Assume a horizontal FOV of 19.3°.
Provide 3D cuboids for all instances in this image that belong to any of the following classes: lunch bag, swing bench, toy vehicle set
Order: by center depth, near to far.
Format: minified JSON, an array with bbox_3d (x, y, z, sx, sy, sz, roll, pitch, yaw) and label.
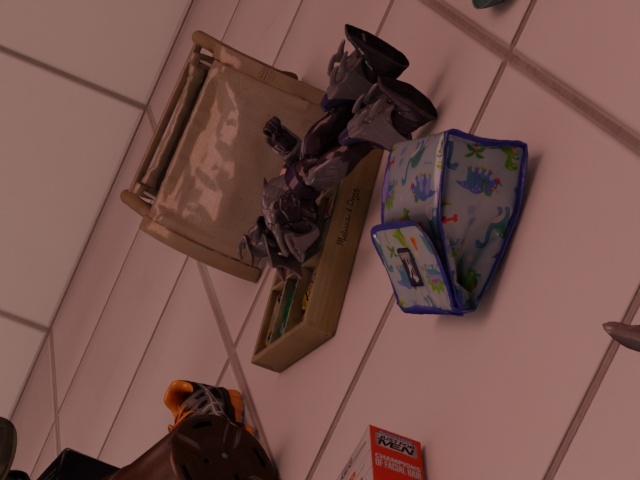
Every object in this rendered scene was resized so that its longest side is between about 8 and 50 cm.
[{"bbox_3d":[0.105,-0.012,1.597,0.129,0.096,0.151,174,103,-71],"label":"lunch bag"},{"bbox_3d":[0.000,0.000,2.050,0.166,0.035,0.267,-40,32,61],"label":"toy vehicle set"},{"bbox_3d":[-0.123,-0.113,2.400,0.253,0.165,0.254,-66,15,6],"label":"swing bench"}]

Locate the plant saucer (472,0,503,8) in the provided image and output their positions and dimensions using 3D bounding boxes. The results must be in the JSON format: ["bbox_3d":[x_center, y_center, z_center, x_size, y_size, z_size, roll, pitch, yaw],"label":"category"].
[{"bbox_3d":[0.183,-0.275,1.818,0.119,0.021,0.119,-59,16,29],"label":"plant saucer"}]

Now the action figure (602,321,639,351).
[{"bbox_3d":[0.269,-0.086,1.087,0.341,0.178,0.330,79,-148,-65],"label":"action figure"}]

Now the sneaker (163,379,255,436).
[{"bbox_3d":[-0.129,0.218,2.109,0.084,0.083,0.215,-64,16,10],"label":"sneaker"}]

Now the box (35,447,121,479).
[{"bbox_3d":[-0.309,0.460,2.211,0.343,0.179,0.312,-45,25,57],"label":"box"}]

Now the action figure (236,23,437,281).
[{"bbox_3d":[-0.006,-0.079,1.950,0.285,0.099,0.185,-50,38,28],"label":"action figure"}]

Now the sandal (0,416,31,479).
[{"bbox_3d":[-0.362,0.303,2.134,0.303,0.086,0.120,107,169,-48],"label":"sandal"}]

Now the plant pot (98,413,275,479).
[{"bbox_3d":[-0.141,0.272,1.942,0.165,0.167,0.167,-47,24,38],"label":"plant pot"}]

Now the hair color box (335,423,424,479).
[{"bbox_3d":[0.045,0.238,1.512,0.167,0.053,0.093,-93,28,-56],"label":"hair color box"}]
